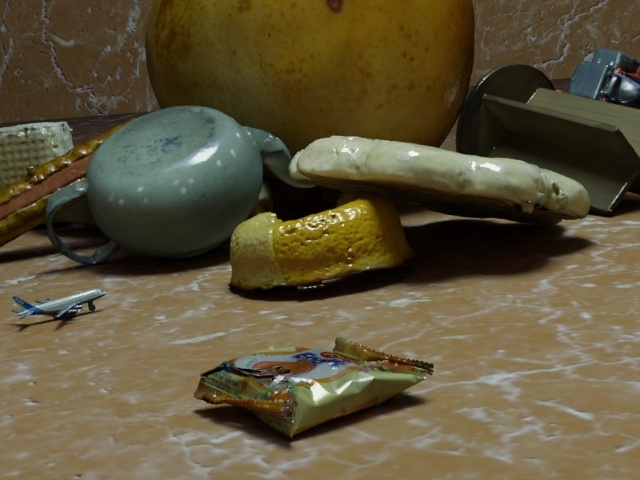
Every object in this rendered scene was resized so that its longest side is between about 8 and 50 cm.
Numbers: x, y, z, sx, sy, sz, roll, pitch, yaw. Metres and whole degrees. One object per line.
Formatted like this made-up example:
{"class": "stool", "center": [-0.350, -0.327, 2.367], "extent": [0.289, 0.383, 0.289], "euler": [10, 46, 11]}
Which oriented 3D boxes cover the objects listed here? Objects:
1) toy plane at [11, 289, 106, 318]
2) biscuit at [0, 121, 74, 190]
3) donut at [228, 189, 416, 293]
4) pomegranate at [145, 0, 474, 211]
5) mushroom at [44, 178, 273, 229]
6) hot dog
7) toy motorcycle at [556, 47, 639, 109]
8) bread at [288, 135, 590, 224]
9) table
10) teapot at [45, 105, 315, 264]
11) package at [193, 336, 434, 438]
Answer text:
{"class": "toy plane", "center": [-0.233, 0.058, 1.003], "extent": [0.084, 0.024, 0.078], "euler": [-4, 9, -26]}
{"class": "biscuit", "center": [-0.540, -0.072, 1.523], "extent": [0.426, 0.143, 0.078], "euler": [-6, 10, 6]}
{"class": "donut", "center": [0.000, 0.002, 1.048], "extent": [0.181, 0.078, 0.146], "euler": [-8, 9, -7]}
{"class": "pomegranate", "center": [-0.011, -0.229, 1.417], "extent": [0.417, 0.416, 0.416], "euler": [-5, 11, 1]}
{"class": "mushroom", "center": [-0.213, -0.052, 1.384], "extent": [0.351, 0.097, 0.109], "euler": [6, 13, 31]}
{"class": "hot dog", "center": [-0.302, -0.065, 1.313], "extent": [0.286, 0.061, 0.088], "euler": [-30, -5, -10]}
{"class": "toy motorcycle", "center": [0.499, -0.204, 1.641], "extent": [0.221, 0.147, 0.326], "euler": [22, 0, -43]}
{"class": "bread", "center": [0.119, -0.060, 1.132], "extent": [0.316, 0.054, 0.316], "euler": [9, -1, 0]}
{"class": "table", "center": [0.294, -0.110, 1.312], "extent": [0.167, 0.167, 0.227], "euler": [-12, 22, -30]}
{"class": "teapot", "center": [-0.156, -0.058, 1.218], "extent": [0.294, 0.129, 0.193], "euler": [-23, 35, -6]}
{"class": "package", "center": [-0.006, 0.089, 0.719], "extent": [0.121, 0.031, 0.108], "euler": [-13, 14, -33]}
